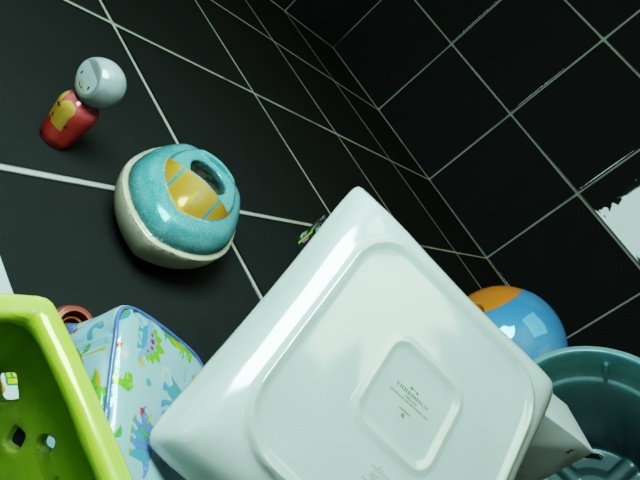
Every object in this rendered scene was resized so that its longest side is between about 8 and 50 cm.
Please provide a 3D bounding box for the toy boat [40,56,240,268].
[{"bbox_3d":[-0.239,-0.105,0.820,0.318,0.148,0.267,43,23,-18],"label":"toy boat"}]

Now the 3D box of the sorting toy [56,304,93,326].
[{"bbox_3d":[-0.251,0.117,0.593,0.061,0.042,0.101,-3,67,-46],"label":"sorting toy"}]

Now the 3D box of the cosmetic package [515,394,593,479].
[{"bbox_3d":[0.162,0.267,0.813,0.377,0.284,0.097,38,25,-29],"label":"cosmetic package"}]

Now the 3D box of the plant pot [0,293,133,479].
[{"bbox_3d":[-0.242,0.174,0.274,0.227,0.207,0.228,58,23,20],"label":"plant pot"}]

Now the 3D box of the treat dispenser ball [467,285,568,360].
[{"bbox_3d":[0.443,0.253,1.381,0.288,0.288,0.288,41,23,-22],"label":"treat dispenser ball"}]

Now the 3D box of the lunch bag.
[{"bbox_3d":[-0.167,0.185,0.511,0.176,0.090,0.218,54,20,-47],"label":"lunch bag"}]

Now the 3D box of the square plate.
[{"bbox_3d":[0.078,0.163,0.559,0.347,0.049,0.344,45,57,-8],"label":"square plate"}]

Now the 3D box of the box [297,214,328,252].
[{"bbox_3d":[0.000,0.000,1.205,0.052,0.083,0.062,36,25,-36],"label":"box"}]

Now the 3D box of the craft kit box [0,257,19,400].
[{"bbox_3d":[-0.373,0.044,0.445,0.249,0.061,0.247,59,20,20],"label":"craft kit box"}]

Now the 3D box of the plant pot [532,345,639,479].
[{"bbox_3d":[0.569,0.457,1.182,0.341,0.342,0.334,-99,170,-53],"label":"plant pot"}]
